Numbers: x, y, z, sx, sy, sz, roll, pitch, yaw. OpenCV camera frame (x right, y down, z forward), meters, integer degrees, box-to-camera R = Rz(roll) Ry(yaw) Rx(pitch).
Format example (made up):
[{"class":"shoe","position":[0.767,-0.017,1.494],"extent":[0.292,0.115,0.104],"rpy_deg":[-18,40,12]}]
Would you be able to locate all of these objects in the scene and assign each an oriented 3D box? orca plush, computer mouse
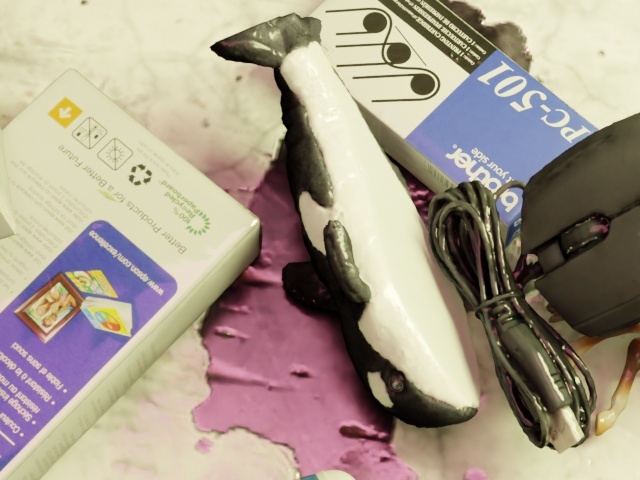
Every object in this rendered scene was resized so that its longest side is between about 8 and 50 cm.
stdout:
[{"class":"orca plush","position":[0.000,0.000,1.131],"extent":[0.102,0.151,0.287],"rpy_deg":[-31,90,27]},{"class":"computer mouse","position":[0.198,-0.008,1.045],"extent":[0.272,0.072,0.188],"rpy_deg":[-30,69,17]}]

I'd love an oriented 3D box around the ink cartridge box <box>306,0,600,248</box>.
[{"class":"ink cartridge box","position":[0.082,-0.098,1.204],"extent":[0.207,0.046,0.097],"rpy_deg":[41,74,16]}]

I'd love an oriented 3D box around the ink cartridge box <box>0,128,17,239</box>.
[{"class":"ink cartridge box","position":[-0.355,-0.069,1.115],"extent":[0.289,0.121,0.211],"rpy_deg":[-17,54,2]}]

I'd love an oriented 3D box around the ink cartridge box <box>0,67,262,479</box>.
[{"class":"ink cartridge box","position":[-0.224,0.070,1.125],"extent":[0.176,0.069,0.371],"rpy_deg":[39,70,15]}]

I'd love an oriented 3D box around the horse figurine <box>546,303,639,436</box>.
[{"class":"horse figurine","position":[0.262,0.090,1.111],"extent":[0.174,0.066,0.263],"rpy_deg":[-40,74,-10]}]

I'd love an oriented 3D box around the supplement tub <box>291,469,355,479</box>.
[{"class":"supplement tub","position":[-0.058,0.225,1.012],"extent":[0.200,0.144,0.144],"rpy_deg":[-16,67,-6]}]
